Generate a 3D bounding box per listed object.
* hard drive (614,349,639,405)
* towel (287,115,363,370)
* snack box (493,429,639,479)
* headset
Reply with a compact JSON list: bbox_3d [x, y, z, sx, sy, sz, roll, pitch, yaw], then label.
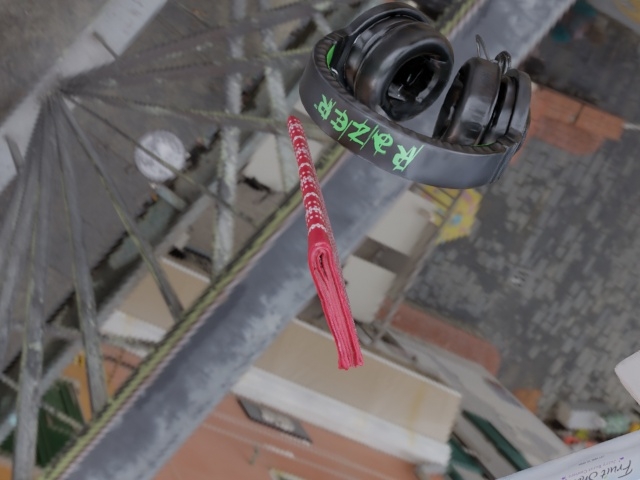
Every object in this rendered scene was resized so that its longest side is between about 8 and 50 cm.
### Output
[{"bbox_3d":[0.551,0.188,1.553,0.233,0.353,0.047,-31,105,5],"label":"hard drive"},{"bbox_3d":[0.000,0.000,1.396,0.031,0.275,0.199,-14,128,1],"label":"towel"},{"bbox_3d":[0.174,0.153,0.640,0.141,0.037,0.100,-27,123,29],"label":"snack box"},{"bbox_3d":[0.126,-0.148,1.338,0.394,0.243,0.185,-32,152,-52],"label":"headset"}]
